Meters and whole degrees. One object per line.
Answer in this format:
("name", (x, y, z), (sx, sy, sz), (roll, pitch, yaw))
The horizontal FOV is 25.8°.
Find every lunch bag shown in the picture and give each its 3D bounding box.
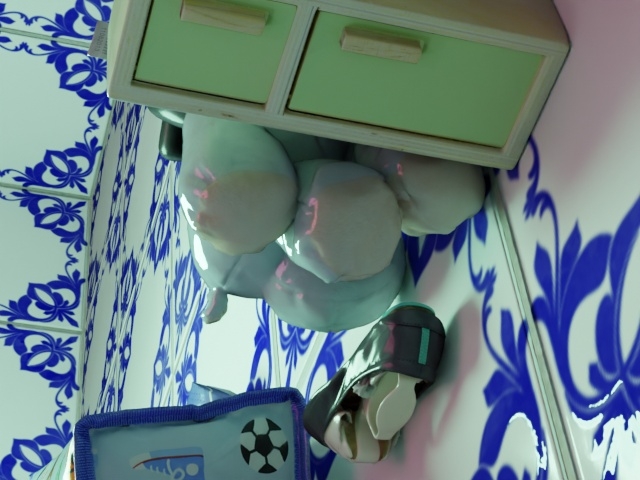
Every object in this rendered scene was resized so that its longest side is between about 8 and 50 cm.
("lunch bag", (-0.127, 0.352, 1.207), (0.328, 0.239, 0.385), (138, 123, -67))

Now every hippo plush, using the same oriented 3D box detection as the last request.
("hippo plush", (-0.038, -0.019, 1.031), (0.236, 0.294, 0.234), (103, -171, -45))

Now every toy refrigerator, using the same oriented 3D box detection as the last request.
("toy refrigerator", (0.008, -0.126, 0.876), (0.094, 0.270, 0.102), (-98, 23, -50))

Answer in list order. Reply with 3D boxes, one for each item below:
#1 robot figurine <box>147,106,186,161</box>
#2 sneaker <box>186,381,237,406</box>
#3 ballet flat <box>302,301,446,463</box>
("robot figurine", (-0.099, -0.210, 1.519), (0.173, 0.209, 0.278), (-37, -38, -70))
("sneaker", (-0.176, 0.306, 1.492), (0.127, 0.182, 0.315), (170, 109, -73))
("ballet flat", (0.036, 0.122, 1.027), (0.203, 0.074, 0.074), (121, 154, -50))
